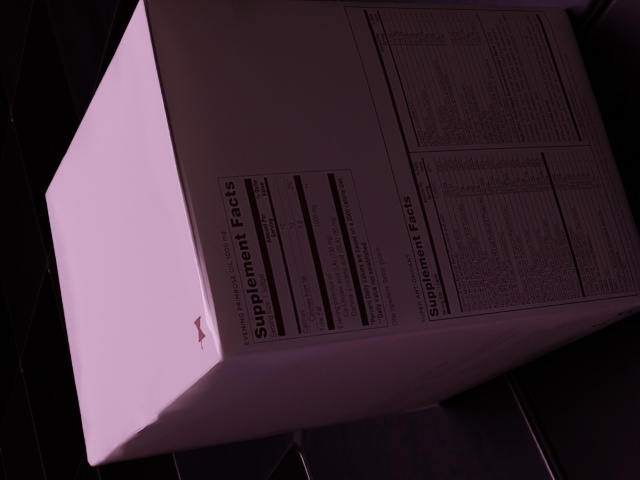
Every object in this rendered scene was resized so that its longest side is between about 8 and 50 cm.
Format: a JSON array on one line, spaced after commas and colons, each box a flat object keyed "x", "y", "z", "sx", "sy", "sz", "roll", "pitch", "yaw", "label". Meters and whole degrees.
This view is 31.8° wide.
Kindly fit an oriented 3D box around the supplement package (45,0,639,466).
[{"x": 0.000, "y": 0.000, "z": 0.524, "sx": 0.194, "sy": 0.203, "sz": 0.149, "roll": -41, "pitch": 58, "yaw": 57, "label": "supplement package"}]
